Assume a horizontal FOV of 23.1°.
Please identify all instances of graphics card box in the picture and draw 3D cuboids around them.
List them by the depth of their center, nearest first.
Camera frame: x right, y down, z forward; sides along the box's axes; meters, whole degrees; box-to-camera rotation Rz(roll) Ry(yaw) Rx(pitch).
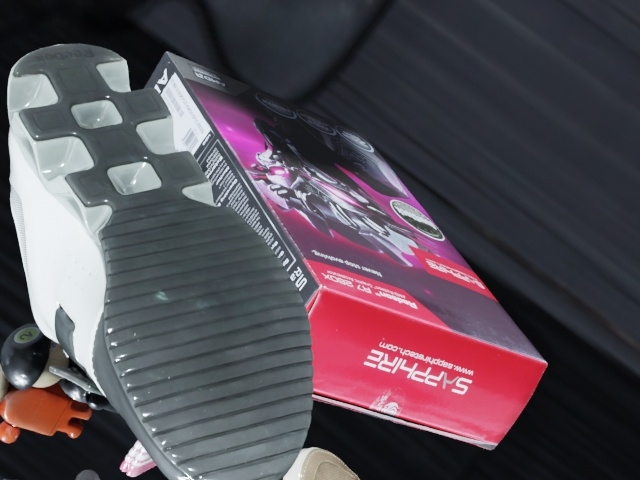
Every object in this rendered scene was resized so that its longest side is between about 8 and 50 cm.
[{"bbox_3d":[0.000,0.000,1.269,0.094,0.232,0.371,-58,-144,18],"label":"graphics card box"}]

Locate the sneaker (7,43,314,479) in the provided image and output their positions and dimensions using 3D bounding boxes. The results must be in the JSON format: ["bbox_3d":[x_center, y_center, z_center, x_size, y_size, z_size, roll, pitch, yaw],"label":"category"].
[{"bbox_3d":[-0.105,0.040,0.940,0.122,0.330,0.146,-7,138,-26],"label":"sneaker"}]

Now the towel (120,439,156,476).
[{"bbox_3d":[-0.109,0.143,1.506,0.144,0.029,0.197,-24,155,-43],"label":"towel"}]

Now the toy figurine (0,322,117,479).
[{"bbox_3d":[-0.258,0.191,1.403,0.213,0.148,0.210,-18,-123,52],"label":"toy figurine"}]

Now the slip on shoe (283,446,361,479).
[{"bbox_3d":[0.024,0.176,1.003,0.041,0.135,0.051,-5,-133,34],"label":"slip on shoe"}]
